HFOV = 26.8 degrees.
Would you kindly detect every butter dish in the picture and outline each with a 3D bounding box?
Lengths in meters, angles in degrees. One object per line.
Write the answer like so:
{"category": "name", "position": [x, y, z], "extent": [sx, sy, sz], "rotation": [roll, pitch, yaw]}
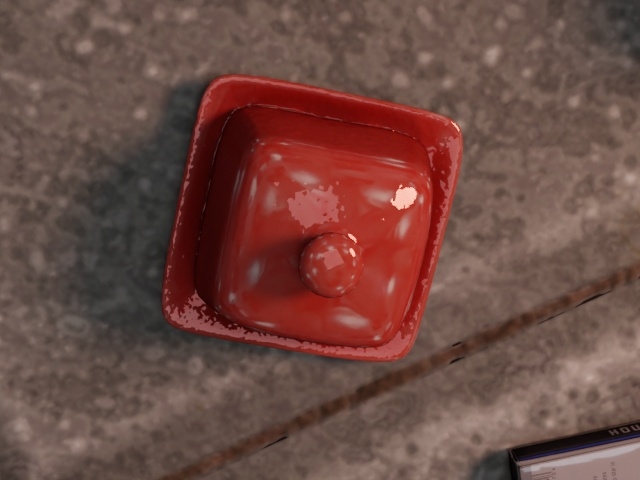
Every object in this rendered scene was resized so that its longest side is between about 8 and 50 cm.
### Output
{"category": "butter dish", "position": [0.000, 0.000, 0.752], "extent": [0.160, 0.118, 0.160], "rotation": [11, 102, -10]}

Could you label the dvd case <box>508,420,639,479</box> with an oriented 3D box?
{"category": "dvd case", "position": [0.251, 0.197, 0.883], "extent": [0.238, 0.029, 0.179], "rotation": [-10, 106, -4]}
